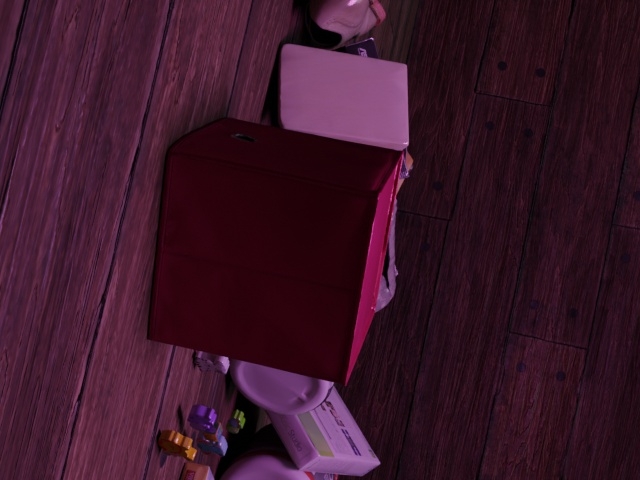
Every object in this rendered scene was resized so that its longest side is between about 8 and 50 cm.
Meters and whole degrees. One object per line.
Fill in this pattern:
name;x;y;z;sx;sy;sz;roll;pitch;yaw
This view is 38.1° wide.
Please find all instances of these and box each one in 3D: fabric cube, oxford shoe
fabric cube;-0.050;0.000;1.212;0.254;0.258;0.259;-53;153;-69
oxford shoe;0.028;-0.430;1.725;0.146;0.140;0.397;-48;178;4

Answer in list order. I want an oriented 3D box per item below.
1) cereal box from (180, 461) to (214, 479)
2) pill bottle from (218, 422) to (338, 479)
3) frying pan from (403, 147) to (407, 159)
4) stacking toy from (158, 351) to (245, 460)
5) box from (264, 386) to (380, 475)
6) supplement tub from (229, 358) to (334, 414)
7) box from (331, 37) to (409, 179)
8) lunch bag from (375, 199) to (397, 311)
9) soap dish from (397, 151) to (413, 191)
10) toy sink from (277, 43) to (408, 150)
cereal box;-0.211;0.487;1.532;0.240;0.047;0.173;87;15;-58
pill bottle;-0.076;0.486;1.887;0.363;0.210;0.210;-31;132;-79
frying pan;0.109;-0.278;1.956;0.326;0.053;0.197;-122;-163;-55
stacking toy;-0.176;0.292;1.412;0.221;0.052;0.167;81;22;-47
box;-0.012;0.358;1.864;0.058;0.232;0.322;-38;153;9
supplement tub;-0.038;0.155;1.736;0.316;0.194;0.193;-68;167;-53
box;0.083;-0.250;1.820;0.216;0.060;0.270;-155;-132;-75
lunch bag;0.000;0.000;1.524;0.305;0.256;0.212;85;19;-59
soap dish;0.099;-0.094;2.212;0.291;0.118;0.229;-62;-173;-19
toy sink;0.021;-0.229;1.605;0.131;0.234;0.152;146;-54;-65
